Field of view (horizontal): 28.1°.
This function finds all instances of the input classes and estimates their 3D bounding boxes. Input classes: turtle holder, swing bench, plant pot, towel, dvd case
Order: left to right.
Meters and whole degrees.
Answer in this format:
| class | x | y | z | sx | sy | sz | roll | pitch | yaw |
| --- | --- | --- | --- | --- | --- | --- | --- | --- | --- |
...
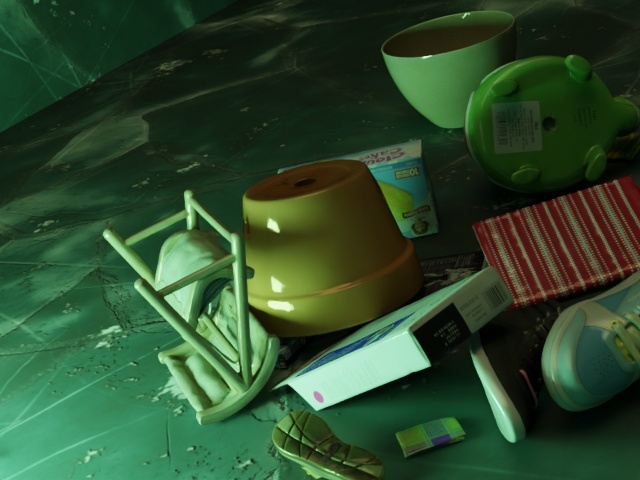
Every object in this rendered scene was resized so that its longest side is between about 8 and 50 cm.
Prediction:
| class | x | y | z | sx | sy | sz | roll | pitch | yaw |
| --- | --- | --- | --- | --- | --- | --- | --- | --- | --- |
| swing bench | -0.180 | 0.094 | 1.884 | 0.165 | 0.255 | 0.253 | -27 | 25 | -12 |
| plant pot | 0.000 | 0.000 | 1.988 | 0.290 | 0.204 | 0.291 | -13 | 17 | 4 |
| dvd case | 0.172 | 0.068 | 2.034 | 0.221 | 0.018 | 0.164 | -9 | 22 | 18 |
| towel | 0.140 | 0.252 | 1.643 | 0.083 | 0.009 | 0.060 | -17 | 22 | -6 |
| plant pot | 0.287 | -0.349 | 2.696 | 0.284 | 0.191 | 0.284 | -13 | 24 | 6 |
| turtle holder | 0.402 | -0.221 | 2.268 | 0.320 | 0.243 | 0.227 | -35 | 8 | -7 |
| towel | 0.391 | 0.006 | 1.958 | 0.274 | 0.031 | 0.199 | -17 | 44 | -1 |
| towel | 0.486 | -0.175 | 2.389 | 0.237 | 0.021 | 0.102 | 1 | 27 | 35 |

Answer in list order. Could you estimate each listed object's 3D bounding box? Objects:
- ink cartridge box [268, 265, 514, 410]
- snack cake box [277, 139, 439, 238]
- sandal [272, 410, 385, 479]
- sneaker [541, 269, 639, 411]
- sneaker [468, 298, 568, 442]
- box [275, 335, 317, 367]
| class | x | y | z | sx | sy | sz | roll | pitch | yaw |
| --- | --- | --- | --- | --- | --- | --- | --- | --- | --- |
| ink cartridge box | 0.088 | 0.146 | 1.747 | 0.175 | 0.069 | 0.371 | -33 | 3 | -35 |
| snack cake box | 0.066 | -0.070 | 2.248 | 0.264 | 0.152 | 0.089 | -12 | 23 | 10 |
| sandal | 0.008 | 0.278 | 1.630 | 0.180 | 0.049 | 0.072 | 24 | 49 | 36 |
| sneaker | 0.427 | 0.095 | 1.592 | 0.319 | 0.127 | 0.208 | -34 | 3 | -36 |
| sneaker | 0.276 | 0.154 | 1.654 | 0.146 | 0.105 | 0.296 | -18 | 18 | 7 |
| box | -0.058 | 0.149 | 1.980 | 0.094 | 0.027 | 0.137 | 0 | 27 | 34 |
